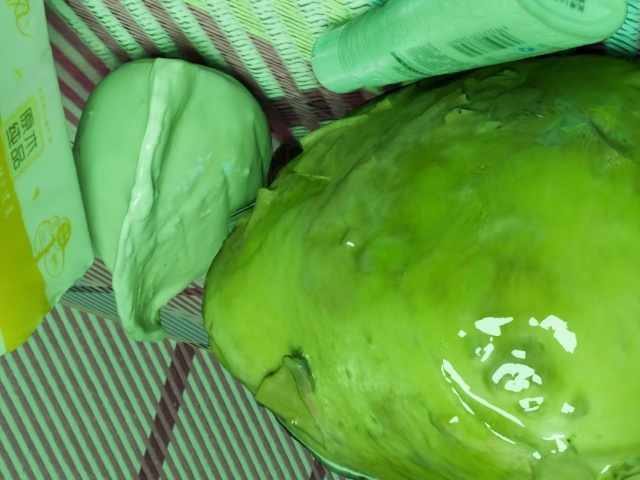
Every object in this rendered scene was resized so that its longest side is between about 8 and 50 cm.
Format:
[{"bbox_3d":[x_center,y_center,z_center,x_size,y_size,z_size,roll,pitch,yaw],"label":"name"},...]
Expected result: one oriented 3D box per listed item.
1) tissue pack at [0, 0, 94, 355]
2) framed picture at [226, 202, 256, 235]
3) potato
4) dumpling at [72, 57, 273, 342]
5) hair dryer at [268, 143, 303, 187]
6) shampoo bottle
[{"bbox_3d":[-0.239,-0.067,0.683,0.185,0.124,0.225,11,130,17],"label":"tissue pack"},{"bbox_3d":[0.000,0.000,0.874,0.011,0.142,0.183,56,164,24],"label":"framed picture"},{"bbox_3d":[0.079,-0.001,0.629,0.300,0.246,0.196,16,144,27],"label":"potato"},{"bbox_3d":[-0.103,-0.024,0.806,0.132,0.179,0.252,16,170,-8],"label":"dumpling"},{"bbox_3d":[0.015,-0.025,1.022,0.173,0.050,0.195,20,172,-20],"label":"hair dryer"},{"bbox_3d":[0.055,-0.099,0.587,0.069,0.041,0.191,10,173,-27],"label":"shampoo bottle"}]
